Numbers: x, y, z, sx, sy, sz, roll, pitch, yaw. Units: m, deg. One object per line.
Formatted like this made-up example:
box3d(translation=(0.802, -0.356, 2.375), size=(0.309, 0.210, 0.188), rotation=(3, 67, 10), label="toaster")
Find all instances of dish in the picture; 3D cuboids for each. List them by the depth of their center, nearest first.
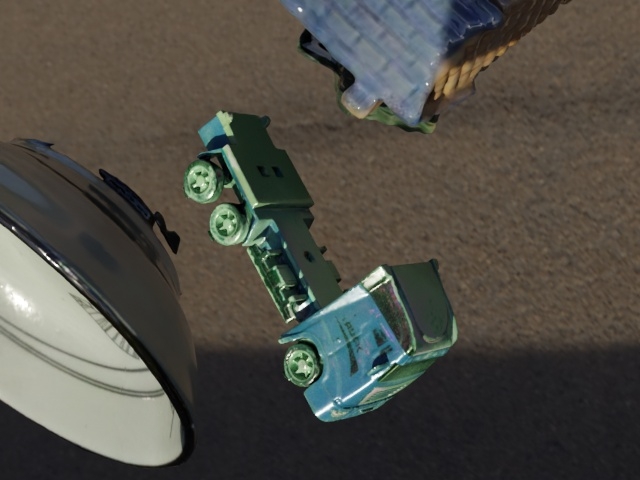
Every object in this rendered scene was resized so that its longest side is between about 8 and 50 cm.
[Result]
box3d(translation=(-0.192, 0.022, 0.820), size=(0.316, 0.316, 0.106), rotation=(5, 47, 42), label="dish")

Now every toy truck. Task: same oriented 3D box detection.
box3d(translation=(0.000, 0.000, 0.605), size=(0.081, 0.067, 0.175), rotation=(-38, 71, 29), label="toy truck")

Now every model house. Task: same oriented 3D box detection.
box3d(translation=(0.049, -0.148, 0.686), size=(0.166, 0.183, 0.172), rotation=(43, 80, 11), label="model house")
